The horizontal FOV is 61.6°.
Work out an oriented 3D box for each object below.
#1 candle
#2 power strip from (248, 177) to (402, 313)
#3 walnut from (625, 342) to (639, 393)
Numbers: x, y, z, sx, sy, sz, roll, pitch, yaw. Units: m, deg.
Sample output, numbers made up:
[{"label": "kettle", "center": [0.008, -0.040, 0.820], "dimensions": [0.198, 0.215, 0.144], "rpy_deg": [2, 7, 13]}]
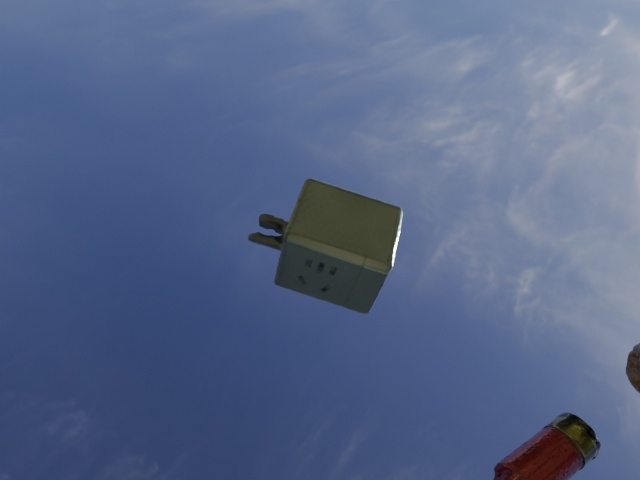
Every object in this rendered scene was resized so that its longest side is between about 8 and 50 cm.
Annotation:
[{"label": "candle", "center": [0.214, 0.223, 0.527], "dimensions": [0.130, 0.052, 0.052], "rpy_deg": [-25, -131, -25]}, {"label": "power strip", "center": [0.000, 0.000, 0.851], "dimensions": [0.224, 0.140, 0.139], "rpy_deg": [18, -128, 0]}, {"label": "walnut", "center": [0.346, 0.131, 0.514], "dimensions": [0.096, 0.079, 0.083], "rpy_deg": [20, -106, -8]}]
